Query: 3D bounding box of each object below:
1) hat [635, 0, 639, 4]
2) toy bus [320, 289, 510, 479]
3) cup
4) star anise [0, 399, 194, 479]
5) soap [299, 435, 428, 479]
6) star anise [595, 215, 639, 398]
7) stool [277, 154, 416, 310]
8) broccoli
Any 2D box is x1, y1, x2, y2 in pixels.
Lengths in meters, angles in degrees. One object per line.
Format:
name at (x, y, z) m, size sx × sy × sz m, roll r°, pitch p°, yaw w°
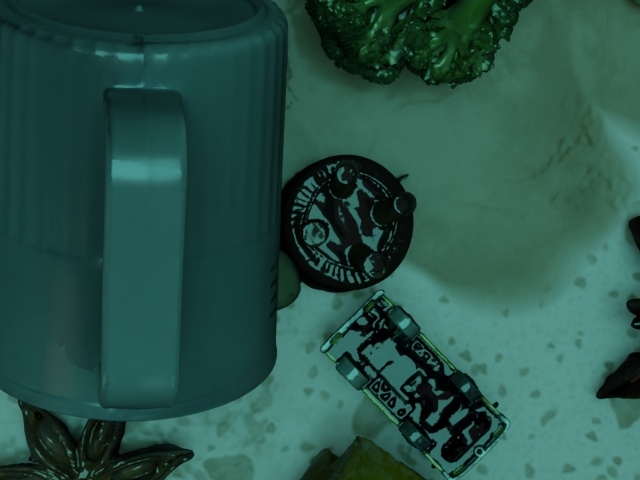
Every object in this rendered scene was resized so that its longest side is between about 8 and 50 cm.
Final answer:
hat at (0.296, -0.314, 1.612) m, size 0.166 × 0.081 × 0.122 m, roll 46°, pitch 128°, yaw 10°
toy bus at (0.088, 0.133, 1.590) m, size 0.088 × 0.101 × 0.175 m, roll -44°, pitch 89°, yaw -1°
cup at (-0.168, -0.038, 1.382) m, size 0.256 × 0.331 × 0.311 m, roll 12°, pitch 113°, yaw 18°
star anise at (-0.231, 0.219, 1.594) m, size 0.171 × 0.063 × 0.208 m, roll 33°, pitch 93°, yaw 0°
soap at (0.068, 0.357, 1.543) m, size 0.281 × 0.143 × 0.259 m, roll 38°, pitch 69°, yaw -11°
star anise at (0.378, 0.082, 1.596) m, size 0.212 × 0.129 × 0.283 m, roll 10°, pitch 100°, yaw 8°
stool at (0.000, 0.000, 1.573) m, size 0.217 × 0.121 × 0.125 m, roll -33°, pitch 96°, yaw -7°
broccoli at (0.090, -0.262, 1.496) m, size 0.270 × 0.270 × 0.270 m, roll 5°, pitch 80°, yaw -31°
